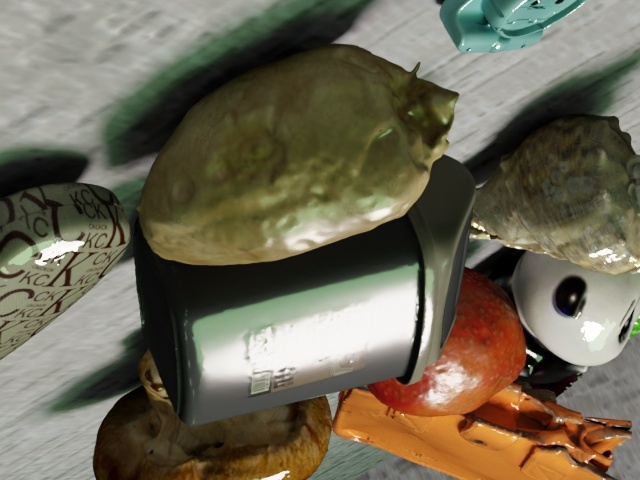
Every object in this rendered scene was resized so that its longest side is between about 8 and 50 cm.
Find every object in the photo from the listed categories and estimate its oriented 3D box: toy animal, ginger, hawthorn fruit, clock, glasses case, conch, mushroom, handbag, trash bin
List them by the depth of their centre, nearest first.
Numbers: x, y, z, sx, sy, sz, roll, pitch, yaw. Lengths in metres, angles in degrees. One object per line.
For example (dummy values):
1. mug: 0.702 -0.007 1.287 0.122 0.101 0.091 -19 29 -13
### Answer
1. ginger: -0.028 -0.057 1.111 0.267 0.138 0.152 -19 -176 29
2. clock: 0.165 -0.194 1.130 0.108 0.045 0.147 -12 160 -47
3. glasses case: -0.289 0.060 1.168 0.354 0.085 0.137 -33 163 29
4. trash bin: -0.007 0.035 1.335 0.290 0.182 0.209 -15 140 -17
5. conch: 0.263 -0.054 1.586 0.291 0.159 0.210 13 -177 39
6. mushroom: -0.120 0.196 1.758 0.267 0.267 0.255 -10 125 -46
7. hawthorn fruit: 0.132 0.132 1.936 0.253 0.205 0.205 -10 160 -31
8. toy animal: 0.339 0.080 2.071 0.212 0.213 0.266 -17 170 -31
9. handbag: 0.227 0.277 2.252 0.410 0.116 0.303 20 161 2

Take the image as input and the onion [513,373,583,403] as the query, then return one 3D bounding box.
1. onion: 0.320 0.143 2.315 0.200 0.201 0.207 -24 176 -6
